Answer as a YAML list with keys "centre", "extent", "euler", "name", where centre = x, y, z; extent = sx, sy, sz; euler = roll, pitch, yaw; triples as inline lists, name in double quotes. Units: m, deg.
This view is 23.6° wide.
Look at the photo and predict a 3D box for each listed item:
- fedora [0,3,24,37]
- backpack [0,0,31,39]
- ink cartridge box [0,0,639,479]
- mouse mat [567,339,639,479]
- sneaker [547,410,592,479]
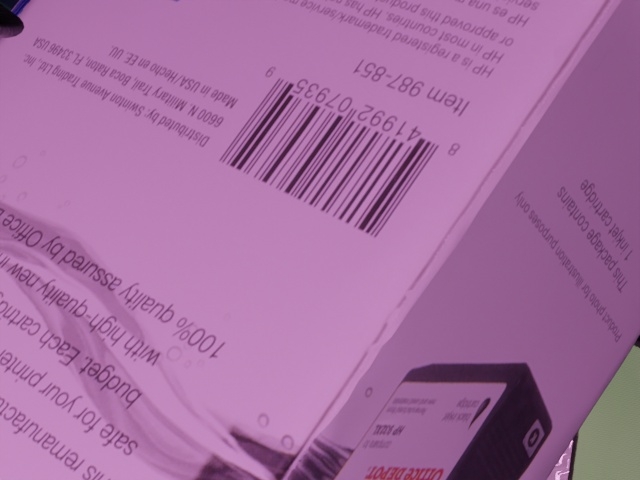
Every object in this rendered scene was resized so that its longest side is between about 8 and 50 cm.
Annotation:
- centre: [-0.143, -0.176, 0.403]
  extent: [0.244, 0.124, 0.275]
  euler: [42, 176, -27]
  name: "fedora"
- centre: [-0.139, -0.092, 0.845]
  extent: [0.084, 0.105, 0.114]
  euler: [35, 169, 2]
  name: "backpack"
- centre: [-0.041, 0.031, 0.514]
  extent: [0.223, 0.307, 0.129]
  euler: [27, 167, 40]
  name: "ink cartridge box"
- centre: [0.199, 0.141, 0.794]
  extent: [0.007, 0.153, 0.189]
  euler: [-6, -161, -36]
  name: "mouse mat"
- centre: [0.134, 0.094, 0.943]
  extent: [0.256, 0.094, 0.151]
  euler: [19, -168, 7]
  name: "sneaker"
